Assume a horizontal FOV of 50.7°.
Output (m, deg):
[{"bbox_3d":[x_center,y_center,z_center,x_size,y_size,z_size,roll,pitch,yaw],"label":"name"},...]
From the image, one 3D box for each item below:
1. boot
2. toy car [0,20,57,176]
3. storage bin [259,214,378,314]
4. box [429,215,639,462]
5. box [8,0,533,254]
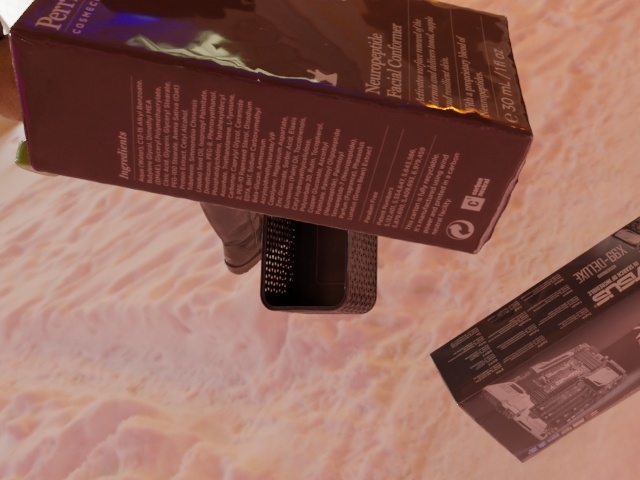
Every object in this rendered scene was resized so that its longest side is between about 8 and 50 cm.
[{"bbox_3d":[-0.114,-0.062,1.100,0.076,0.209,0.190,19,54,28],"label":"boot"},{"bbox_3d":[-0.290,-0.162,0.694,0.148,0.188,0.155,7,80,20],"label":"toy car"},{"bbox_3d":[0.000,0.000,0.840,0.122,0.180,0.084,-3,-9,28],"label":"storage bin"},{"bbox_3d":[0.311,0.120,0.787,0.307,0.242,0.077,-35,47,9],"label":"box"},{"bbox_3d":[-0.032,-0.131,0.578,0.381,0.143,0.191,9,46,-3],"label":"box"}]
